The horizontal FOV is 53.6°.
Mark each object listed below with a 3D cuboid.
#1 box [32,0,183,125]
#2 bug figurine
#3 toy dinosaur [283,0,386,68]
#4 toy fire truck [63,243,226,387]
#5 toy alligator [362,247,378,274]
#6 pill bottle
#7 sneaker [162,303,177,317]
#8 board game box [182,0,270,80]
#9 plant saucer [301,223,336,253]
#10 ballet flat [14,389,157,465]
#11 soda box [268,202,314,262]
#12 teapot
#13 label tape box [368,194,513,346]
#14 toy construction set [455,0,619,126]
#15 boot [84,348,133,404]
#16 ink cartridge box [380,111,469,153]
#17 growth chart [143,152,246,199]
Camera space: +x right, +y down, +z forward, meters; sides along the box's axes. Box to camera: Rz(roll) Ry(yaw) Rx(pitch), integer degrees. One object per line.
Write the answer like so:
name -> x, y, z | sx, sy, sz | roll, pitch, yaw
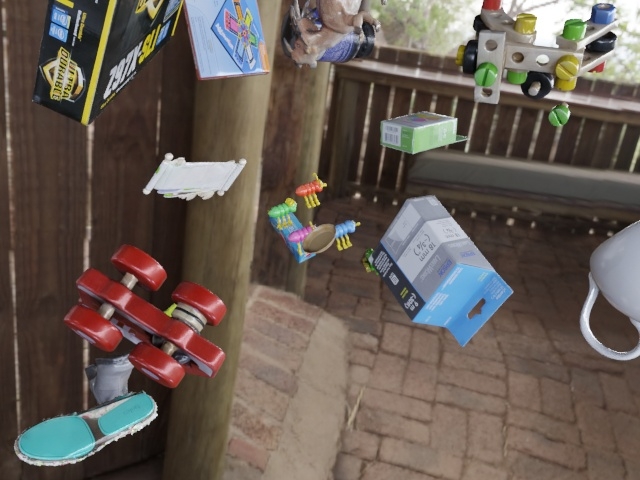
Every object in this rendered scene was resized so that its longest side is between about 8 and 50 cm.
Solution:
box -> -0.236, -0.328, 0.796 | 0.079, 0.257, 0.322 | 25, 36, -9
bug figurine -> -0.028, -0.075, 1.877 | 0.216, 0.072, 0.279 | -25, 55, -18
toy dinosaur -> 0.030, -0.520, 1.366 | 0.201, 0.295, 0.127 | 17, 4, 16
toy fire truck -> -0.317, 0.159, 1.177 | 0.302, 0.254, 0.169 | 32, 66, -2
toy alligator -> 0.154, 0.048, 1.920 | 0.056, 0.051, 0.189 | -16, 20, 0
pill bottle -> 0.022, -0.505, 1.573 | 0.219, 0.122, 0.123 | -6, 24, -32
sneaker -> -0.463, 0.250, 2.104 | 0.296, 0.109, 0.123 | -24, 7, 20
board game box -> -0.195, -0.458, 1.235 | 0.145, 0.281, 0.027 | -11, 1, -20
plant saucer -> 0.000, 0.000, 1.330 | 0.084, 0.015, 0.083 | -24, 36, 18
ballet flat -> -0.394, 0.329, 1.082 | 0.241, 0.077, 0.091 | -10, 61, -38
soda box -> -0.100, -0.027, 2.220 | 0.071, 0.067, 0.210 | -28, 64, -18
teapot -> 0.553, 0.062, 0.969 | 0.253, 0.256, 0.187 | -16, 69, -9
label tape box -> 0.293, 0.085, 1.625 | 0.106, 0.240, 0.333 | -9, 52, -37
toy construction set -> 0.369, -0.341, 1.045 | 0.258, 0.308, 0.237 | 36, 46, 5
boot -> -0.554, 0.430, 1.752 | 0.118, 0.222, 0.338 | -9, -14, -30
ink cartridge box -> 0.255, -0.266, 1.526 | 0.209, 0.062, 0.109 | -19, 29, -36
growth chart -> -0.285, -0.141, 1.450 | 0.237, 0.172, 0.021 | -5, 65, -46
